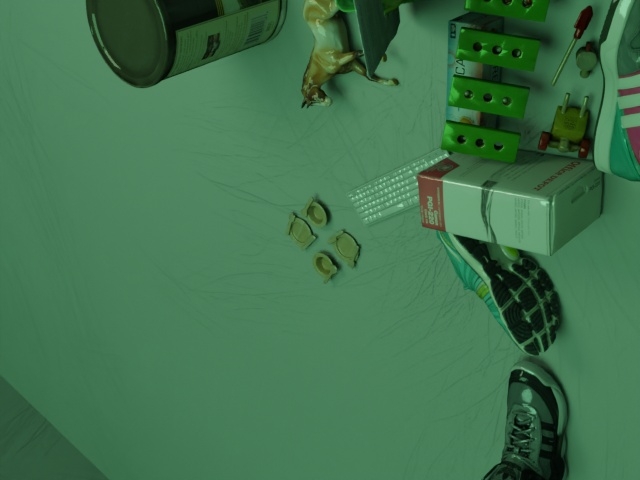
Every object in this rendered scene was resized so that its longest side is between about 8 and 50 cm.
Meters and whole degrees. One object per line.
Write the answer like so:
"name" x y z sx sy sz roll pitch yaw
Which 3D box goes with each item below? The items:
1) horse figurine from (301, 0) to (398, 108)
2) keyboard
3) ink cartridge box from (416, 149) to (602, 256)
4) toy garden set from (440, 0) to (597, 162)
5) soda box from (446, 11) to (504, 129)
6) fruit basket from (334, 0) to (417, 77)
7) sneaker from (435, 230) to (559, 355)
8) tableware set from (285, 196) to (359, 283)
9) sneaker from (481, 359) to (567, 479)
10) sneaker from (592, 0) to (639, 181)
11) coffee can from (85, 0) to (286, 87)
"horse figurine" 0.030 -0.342 1.416 0.174 0.066 0.263 8 122 35
"keyboard" 0.141 -0.088 1.500 0.256 0.014 0.072 -23 96 50
"ink cartridge box" 0.274 -0.065 1.267 0.217 0.158 0.092 13 121 40
"toy garden set" 0.286 -0.227 1.206 0.203 0.049 0.244 12 119 9
"soda box" 0.225 -0.236 1.288 0.063 0.058 0.183 21 126 35
"fruit basket" 0.052 -0.408 1.127 0.165 0.353 0.327 -2 115 20
"sneaker" 0.282 0.060 1.407 0.275 0.107 0.110 58 159 8
"tableware set" 0.000 0.000 1.691 0.169 0.020 0.141 50 139 10
"sneaker" 0.337 0.343 1.461 0.101 0.153 0.269 9 120 42
"sneaker" 0.430 -0.177 1.051 0.178 0.124 0.296 27 145 35
"coffee can" -0.221 -0.392 1.473 0.201 0.275 0.202 24 129 33
